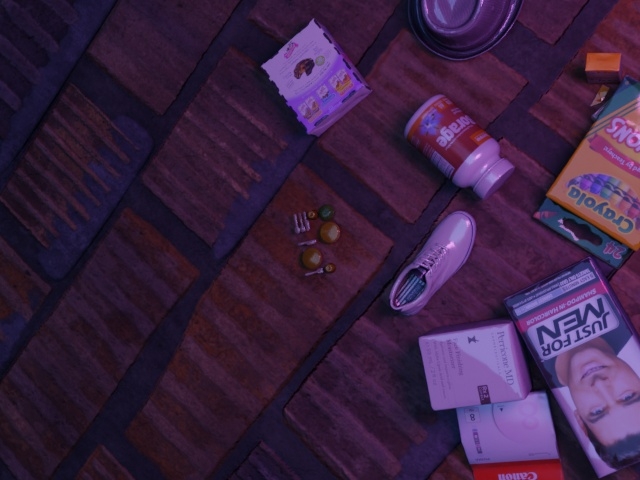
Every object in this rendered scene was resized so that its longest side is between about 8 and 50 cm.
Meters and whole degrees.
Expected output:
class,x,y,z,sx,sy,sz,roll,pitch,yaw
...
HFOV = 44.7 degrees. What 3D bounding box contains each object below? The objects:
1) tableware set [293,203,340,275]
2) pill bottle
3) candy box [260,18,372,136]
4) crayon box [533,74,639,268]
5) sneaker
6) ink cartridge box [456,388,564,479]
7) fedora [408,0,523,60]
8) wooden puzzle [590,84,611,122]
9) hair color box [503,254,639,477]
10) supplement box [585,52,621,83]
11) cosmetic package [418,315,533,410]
class,x,y,z,sx,sy,sz,roll,pitch,yaw
tableware set,0.000,0.000,1.756,0.104,0.024,0.154,-14,84,18
pill bottle,0.284,-0.187,1.584,0.216,0.121,0.121,45,106,16
candy box,-0.010,-0.360,1.730,0.165,0.070,0.196,-38,77,18
crayon box,0.575,-0.123,1.478,0.202,0.081,0.318,33,104,13
sneaker,0.235,0.053,1.621,0.094,0.091,0.258,35,103,18
ink cartridge box,0.388,0.426,1.583,0.189,0.066,0.232,-11,82,22
fedora,0.285,-0.512,1.580,0.244,0.124,0.275,19,98,20
wooden puzzle,0.577,-0.244,1.522,0.116,0.014,0.078,42,105,16
hair color box,0.528,0.235,1.492,0.185,0.114,0.374,-30,80,20
supplement box,0.542,-0.328,1.489,0.062,0.098,0.036,6,89,23
cosmetic package,0.313,0.243,1.558,0.184,0.151,0.151,-13,87,22
